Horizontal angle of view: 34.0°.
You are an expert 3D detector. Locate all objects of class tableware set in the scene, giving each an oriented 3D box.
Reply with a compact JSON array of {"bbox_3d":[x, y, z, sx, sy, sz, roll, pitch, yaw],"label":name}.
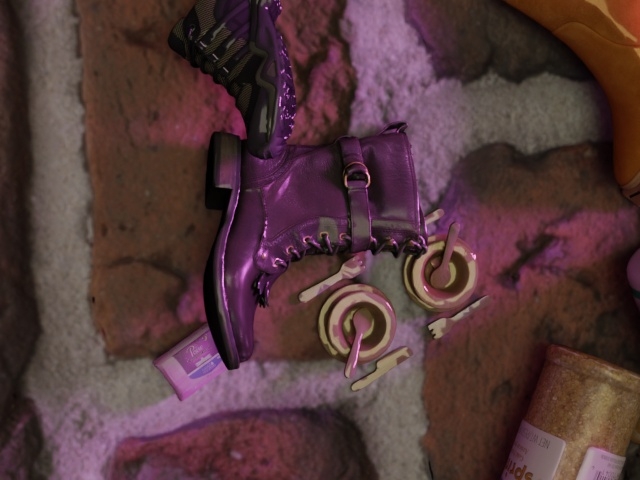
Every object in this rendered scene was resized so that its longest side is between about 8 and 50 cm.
[{"bbox_3d":[0.087,0.063,1.118,0.194,0.039,0.128,-32,100,-8],"label":"tableware set"}]

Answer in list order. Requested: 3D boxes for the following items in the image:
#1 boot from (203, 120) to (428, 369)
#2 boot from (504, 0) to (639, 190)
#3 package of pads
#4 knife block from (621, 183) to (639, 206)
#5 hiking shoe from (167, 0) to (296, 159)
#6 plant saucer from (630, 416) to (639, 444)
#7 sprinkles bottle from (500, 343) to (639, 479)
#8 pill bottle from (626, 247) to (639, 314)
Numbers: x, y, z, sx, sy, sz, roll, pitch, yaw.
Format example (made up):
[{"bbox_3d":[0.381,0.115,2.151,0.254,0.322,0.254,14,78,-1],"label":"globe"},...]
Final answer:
[{"bbox_3d":[0.000,0.000,1.059,0.229,0.091,0.263,2,82,-13],"label":"boot"},{"bbox_3d":[0.285,-0.219,1.117,0.211,0.104,0.295,17,86,-7],"label":"boot"},{"bbox_3d":[-0.126,0.122,1.081,0.083,0.032,0.050,-36,101,-7],"label":"package of pads"},{"bbox_3d":[0.459,-0.173,1.148,0.276,0.088,0.242,-9,83,-1],"label":"knife block"},{"bbox_3d":[-0.089,-0.181,1.037,0.114,0.086,0.226,-10,74,5],"label":"hiking shoe"},{"bbox_3d":[0.380,0.197,1.202,0.083,0.015,0.083,-1,95,-12],"label":"plant saucer"},{"bbox_3d":[0.243,0.295,1.127,0.121,0.121,0.355,21,89,-13],"label":"sprinkles bottle"},{"bbox_3d":[0.485,0.155,1.125,0.204,0.204,0.361,-25,100,-9],"label":"pill bottle"}]
